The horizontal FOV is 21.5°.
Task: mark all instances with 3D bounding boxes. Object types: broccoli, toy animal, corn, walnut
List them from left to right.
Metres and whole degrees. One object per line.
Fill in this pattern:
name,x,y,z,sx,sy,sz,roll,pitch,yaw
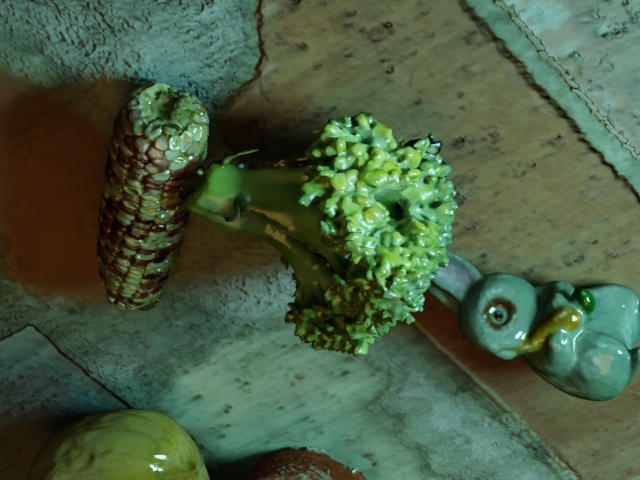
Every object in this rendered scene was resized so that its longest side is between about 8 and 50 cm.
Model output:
walnut,-0.234,0.294,1.967,0.221,0.195,0.195,-17,129,24
corn,-0.174,-0.037,1.708,0.098,0.098,0.290,12,137,-3
broccoli,0.013,0.011,1.623,0.273,0.180,0.242,1,142,-23
toy animal,0.211,0.087,1.759,0.251,0.125,0.127,15,105,2

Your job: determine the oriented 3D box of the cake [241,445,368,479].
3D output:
cake,-0.053,0.372,1.990,0.177,0.151,0.283,39,105,3
